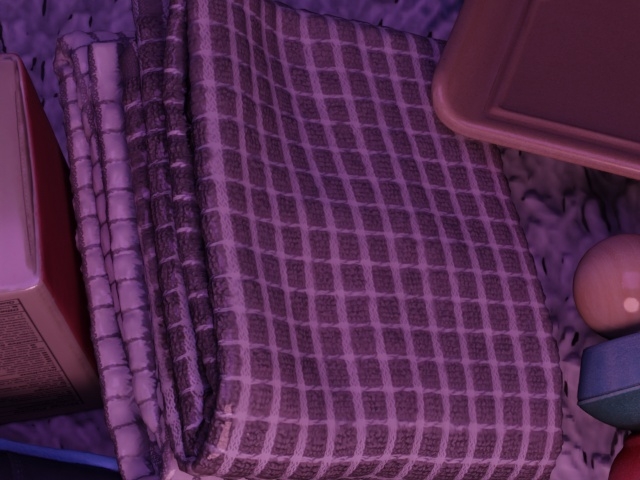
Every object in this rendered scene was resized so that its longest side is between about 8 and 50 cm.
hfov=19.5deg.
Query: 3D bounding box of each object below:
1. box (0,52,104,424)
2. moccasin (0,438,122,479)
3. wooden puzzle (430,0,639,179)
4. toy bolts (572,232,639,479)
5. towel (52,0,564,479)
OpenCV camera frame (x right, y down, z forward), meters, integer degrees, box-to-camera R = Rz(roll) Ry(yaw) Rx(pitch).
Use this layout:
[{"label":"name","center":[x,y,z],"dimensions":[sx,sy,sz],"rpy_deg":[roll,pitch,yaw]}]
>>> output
[{"label":"box","center":[-0.203,0.012,0.986],"dimensions":[0.148,0.232,0.127],"rpy_deg":[-8,71,-1]},{"label":"moccasin","center":[-0.176,0.176,0.961],"dimensions":[0.342,0.138,0.117],"rpy_deg":[13,52,-8]},{"label":"wooden puzzle","center":[0.197,-0.099,1.077],"dimensions":[0.238,0.044,0.221],"rpy_deg":[18,44,6]},{"label":"toy bolts","center":[0.249,0.050,0.992],"dimensions":[0.228,0.218,0.158],"rpy_deg":[-19,84,29]},{"label":"towel","center":[0.000,0.000,0.994],"dimensions":[0.235,0.121,0.284],"rpy_deg":[5,65,-35]}]
